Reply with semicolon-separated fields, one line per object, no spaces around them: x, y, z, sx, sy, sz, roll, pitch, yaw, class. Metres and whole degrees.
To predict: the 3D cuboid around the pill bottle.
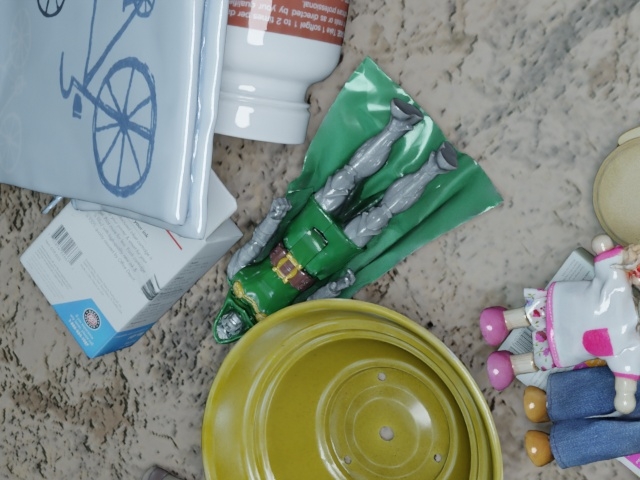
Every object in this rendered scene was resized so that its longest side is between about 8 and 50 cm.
-0.038;-0.180;0.744;0.121;0.121;0.216;13;99;23;pill bottle

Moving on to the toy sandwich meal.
0.214;-0.033;0.695;0.085;0.029;0.086;4;100;22;toy sandwich meal

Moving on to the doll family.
0.205;0.129;0.649;0.163;0.118;0.263;-16;74;38;doll family

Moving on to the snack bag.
-0.165;-0.177;0.777;0.342;0.037;0.323;10;97;50;snack bag

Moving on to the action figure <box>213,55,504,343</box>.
0.000;0.000;0.778;0.137;0.063;0.232;49;114;10;action figure

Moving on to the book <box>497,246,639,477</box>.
0.197;0.086;0.710;0.144;0.035;0.096;40;112;17;book

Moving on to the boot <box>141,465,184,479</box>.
-0.129;0.242;0.868;0.087;0.042;0.118;40;108;23;boot

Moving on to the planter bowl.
0.033;0.143;0.755;0.217;0.090;0.217;2;95;25;planter bowl

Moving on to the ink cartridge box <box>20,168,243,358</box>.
-0.135;-0.006;0.835;0.180;0.060;0.104;-43;76;21;ink cartridge box
